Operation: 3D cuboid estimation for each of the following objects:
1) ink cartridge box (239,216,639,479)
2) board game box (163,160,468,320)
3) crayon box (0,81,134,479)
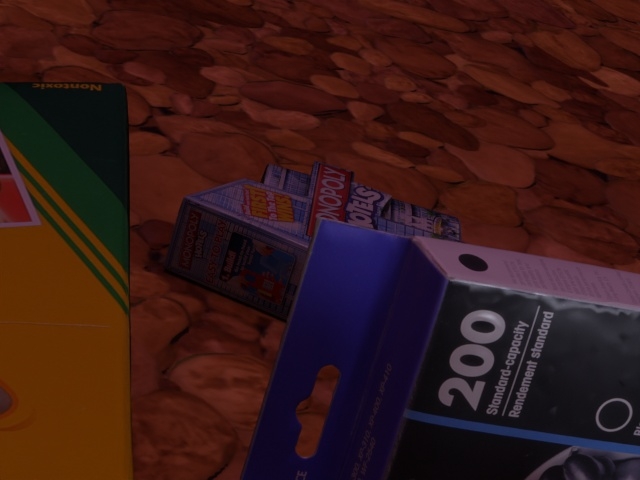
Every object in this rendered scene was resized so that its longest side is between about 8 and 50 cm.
[{"bbox_3d":[0.072,0.104,0.830,0.208,0.206,0.045,10,23,-13],"label":"ink cartridge box"},{"bbox_3d":[0.000,0.000,1.150,0.194,0.060,0.194,17,26,-4],"label":"board game box"},{"bbox_3d":[-0.264,0.043,0.744,0.362,0.106,0.313,-1,32,-7],"label":"crayon box"}]
